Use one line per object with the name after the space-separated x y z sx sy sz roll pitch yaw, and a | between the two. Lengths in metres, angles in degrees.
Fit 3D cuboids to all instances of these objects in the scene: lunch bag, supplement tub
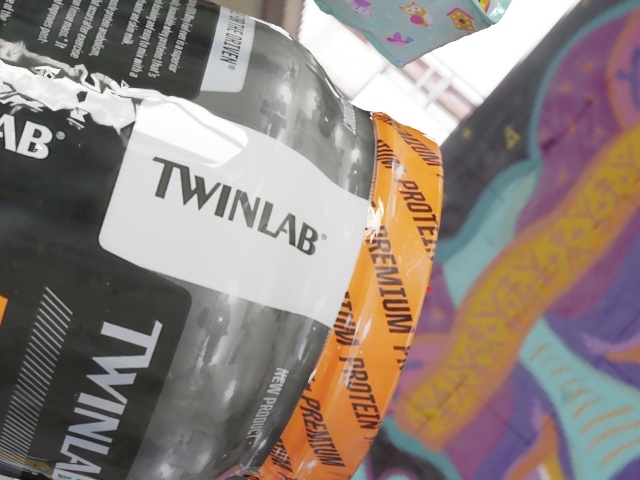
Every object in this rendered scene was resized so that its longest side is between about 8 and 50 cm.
0.138 -0.336 1.333 0.262 0.160 0.223 -61 19 -15 | lunch bag
-0.136 -0.017 0.517 0.207 0.338 0.207 -163 90 -81 | supplement tub

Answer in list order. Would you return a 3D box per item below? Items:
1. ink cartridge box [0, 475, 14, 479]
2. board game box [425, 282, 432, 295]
-0.260 0.235 0.706 0.181 0.056 0.225 -9 -67 -41 | ink cartridge box
0.000 0.000 1.141 0.045 0.193 0.147 -35 1 36 | board game box
